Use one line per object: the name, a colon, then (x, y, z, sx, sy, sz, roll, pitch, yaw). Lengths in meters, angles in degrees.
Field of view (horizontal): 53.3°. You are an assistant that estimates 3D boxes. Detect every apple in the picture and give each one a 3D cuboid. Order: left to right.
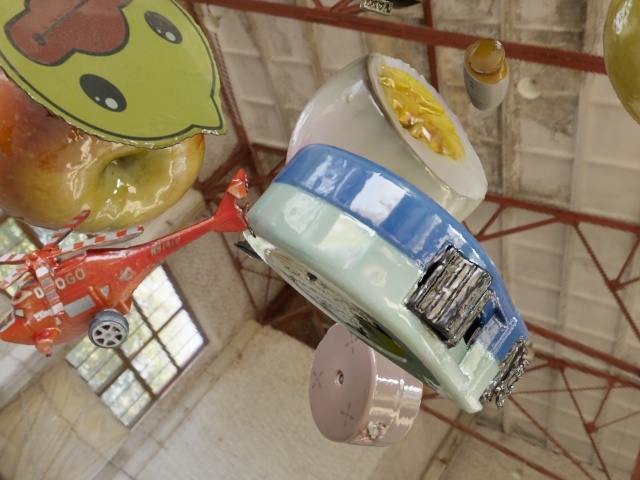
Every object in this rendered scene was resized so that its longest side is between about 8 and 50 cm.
apple: (-0.240, -0.111, 0.661, 0.173, 0.210, 0.235, 46, 6, 29)

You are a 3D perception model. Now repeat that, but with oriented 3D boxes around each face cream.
face cream: (0.232, -0.228, 0.899, 0.072, 0.051, 0.182, 48, 6, 12)

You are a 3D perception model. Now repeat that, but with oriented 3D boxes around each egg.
egg: (0.082, -0.121, 1.205, 0.340, 0.354, 0.354, -37, -79, 31)

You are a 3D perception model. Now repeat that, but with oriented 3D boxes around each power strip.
power strip: (0.054, 0.177, 0.787, 0.078, 0.154, 0.154, 15, -16, -29)

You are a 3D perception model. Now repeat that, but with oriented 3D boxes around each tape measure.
tape measure: (0.000, 0.000, 0.542, 0.351, 0.098, 0.215, 27, -16, 40)

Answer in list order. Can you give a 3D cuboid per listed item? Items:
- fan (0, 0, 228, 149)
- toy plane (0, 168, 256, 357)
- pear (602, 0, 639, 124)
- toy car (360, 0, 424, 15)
fan: (-0.211, -0.195, 0.531, 0.335, 0.229, 0.011, 37, -50, -19)
toy plane: (-0.133, 0.013, 0.436, 0.126, 0.194, 0.077, 34, -25, 55)
pear: (0.518, -0.253, 0.747, 0.348, 0.348, 0.348, 30, -30, 20)
toy car: (0.093, -0.425, 0.899, 0.248, 0.198, 0.204, 9, 10, -22)
